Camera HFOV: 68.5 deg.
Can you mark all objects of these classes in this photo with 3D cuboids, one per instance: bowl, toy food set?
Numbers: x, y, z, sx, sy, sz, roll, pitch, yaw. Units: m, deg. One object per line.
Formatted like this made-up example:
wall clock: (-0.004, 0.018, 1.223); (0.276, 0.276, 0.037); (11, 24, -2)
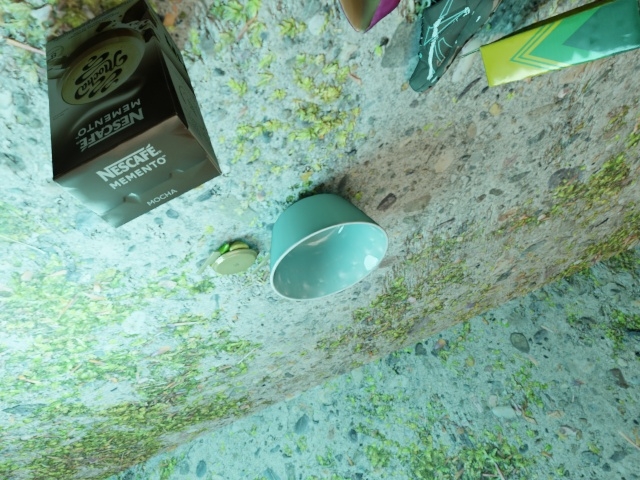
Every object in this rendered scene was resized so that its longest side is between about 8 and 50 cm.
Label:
bowl: (0.000, 0.000, 1.196); (0.311, 0.163, 0.311); (-16, 145, -12)
toy food set: (-0.225, 0.046, 1.238); (0.192, 0.039, 0.132); (3, 145, -43)

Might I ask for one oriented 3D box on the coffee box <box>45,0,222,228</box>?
coffee box: (-0.266, -0.187, 0.651); (0.168, 0.297, 0.119); (-27, 146, 2)

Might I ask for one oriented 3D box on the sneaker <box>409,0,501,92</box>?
sneaker: (0.234, -0.396, 0.885); (0.101, 0.106, 0.267); (-57, -176, -35)

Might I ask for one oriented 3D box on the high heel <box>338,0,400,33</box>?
high heel: (0.044, -0.356, 0.635); (0.377, 0.127, 0.181); (-39, 160, -54)

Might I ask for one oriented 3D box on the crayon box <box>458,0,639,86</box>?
crayon box: (0.437, -0.362, 0.834); (0.202, 0.318, 0.081); (-32, 110, -28)
